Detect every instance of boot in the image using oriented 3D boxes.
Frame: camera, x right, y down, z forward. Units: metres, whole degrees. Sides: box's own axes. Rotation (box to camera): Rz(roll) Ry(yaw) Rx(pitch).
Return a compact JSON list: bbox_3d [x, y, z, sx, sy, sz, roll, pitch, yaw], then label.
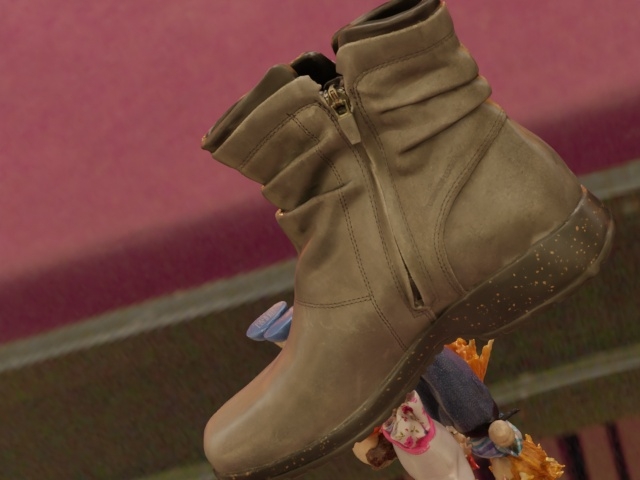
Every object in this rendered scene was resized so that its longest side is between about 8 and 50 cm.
[{"bbox_3d":[0.000,0.000,0.677,0.246,0.161,0.083,-38,15,23],"label":"boot"}]

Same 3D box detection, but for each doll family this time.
[{"bbox_3d":[0.072,0.096,0.906,0.118,0.163,0.263,-43,18,-8],"label":"doll family"}]
